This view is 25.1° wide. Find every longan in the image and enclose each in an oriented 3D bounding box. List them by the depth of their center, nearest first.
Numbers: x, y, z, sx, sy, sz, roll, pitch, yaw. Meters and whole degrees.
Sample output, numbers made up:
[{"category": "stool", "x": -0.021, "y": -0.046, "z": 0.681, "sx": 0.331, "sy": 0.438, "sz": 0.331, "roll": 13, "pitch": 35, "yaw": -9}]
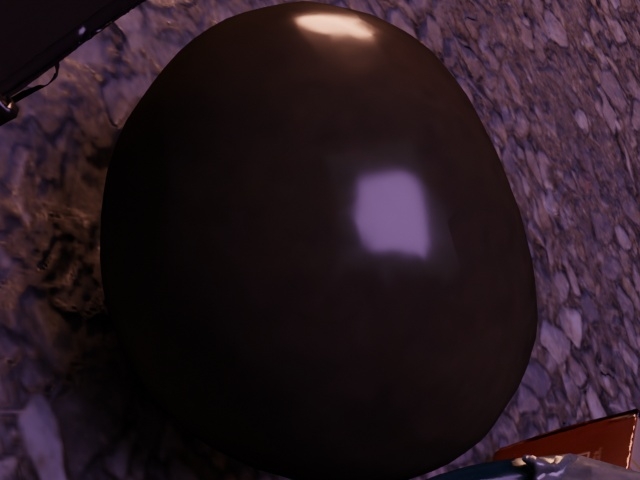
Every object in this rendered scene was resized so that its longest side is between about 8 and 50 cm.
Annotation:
[{"category": "longan", "x": 0.000, "y": 0.000, "z": 0.726, "sx": 0.246, "sy": 0.215, "sz": 0.246, "roll": -17, "pitch": 109, "yaw": -62}]

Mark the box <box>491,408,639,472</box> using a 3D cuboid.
[{"category": "box", "x": 0.205, "y": 0.365, "z": 0.910, "sx": 0.344, "sy": 0.122, "sz": 0.385, "roll": 56, "pitch": 33, "yaw": -21}]

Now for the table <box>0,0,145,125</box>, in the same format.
[{"category": "table", "x": -0.176, "y": -0.121, "z": 0.573, "sx": 0.172, "sy": 0.169, "sz": 0.193, "roll": 59, "pitch": 31, "yaw": -16}]

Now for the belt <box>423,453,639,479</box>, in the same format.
[{"category": "belt", "x": 0.085, "y": 0.282, "z": 0.587, "sx": 0.436, "sy": 0.300, "sz": 0.173, "roll": -56, "pitch": 159, "yaw": -45}]
